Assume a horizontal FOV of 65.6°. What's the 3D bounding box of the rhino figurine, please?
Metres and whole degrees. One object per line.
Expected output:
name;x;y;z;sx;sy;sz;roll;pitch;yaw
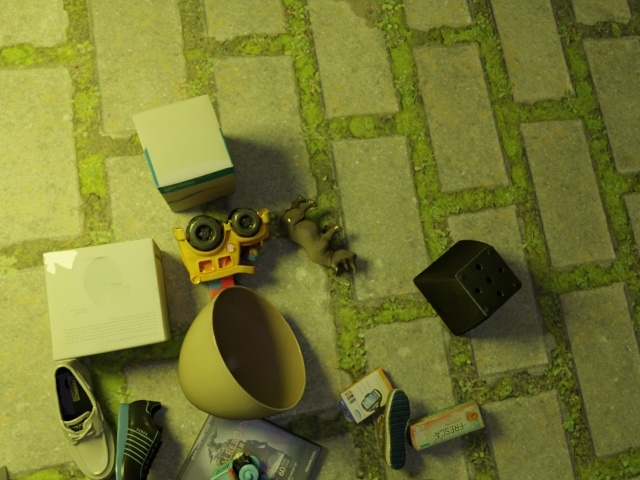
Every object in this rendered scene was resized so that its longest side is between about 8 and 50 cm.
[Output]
rhino figurine;0.000;0.000;1.237;0.243;0.073;0.106;45;71;-1

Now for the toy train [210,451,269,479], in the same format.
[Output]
toy train;-0.158;0.557;1.077;0.105;0.080;0.184;-28;88;-5

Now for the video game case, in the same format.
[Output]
video game case;-0.159;0.509;1.136;0.274;0.026;0.196;28;76;-5

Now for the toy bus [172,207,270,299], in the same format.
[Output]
toy bus;-0.215;0.034;1.163;0.220;0.149;0.212;-14;95;-15

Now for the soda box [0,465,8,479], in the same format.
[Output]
soda box;-0.669;0.581;1.004;0.073;0.069;0.216;-14;83;-13

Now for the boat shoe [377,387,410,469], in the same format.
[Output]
boat shoe;0.166;0.442;1.182;0.066;0.066;0.183;9;84;-26

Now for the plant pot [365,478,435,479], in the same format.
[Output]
plant pot;0.195;0.619;1.117;0.165;0.167;0.167;1;79;-18

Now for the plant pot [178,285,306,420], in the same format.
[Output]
plant pot;-0.195;0.267;1.073;0.190;0.284;0.284;-34;86;20

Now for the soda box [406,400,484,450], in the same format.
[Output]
soda box;0.300;0.451;1.211;0.183;0.063;0.058;-14;83;-12

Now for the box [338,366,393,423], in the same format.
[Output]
box;0.109;0.380;1.209;0.136;0.028;0.081;-30;86;-12

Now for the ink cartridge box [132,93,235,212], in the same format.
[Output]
ink cartridge box;-0.300;-0.188;1.134;0.168;0.233;0.171;-19;84;-11

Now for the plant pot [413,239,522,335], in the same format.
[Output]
plant pot;0.380;0.107;1.239;0.187;0.167;0.188;-37;87;-15

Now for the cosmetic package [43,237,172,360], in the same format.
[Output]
cosmetic package;-0.460;0.131;1.092;0.223;0.138;0.225;-8;80;-12

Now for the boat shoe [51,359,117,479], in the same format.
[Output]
boat shoe;-0.508;0.385;1.060;0.096;0.088;0.268;-16;82;-13

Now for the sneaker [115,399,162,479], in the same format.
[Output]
sneaker;-0.378;0.447;1.044;0.090;0.081;0.232;-2;53;-17
